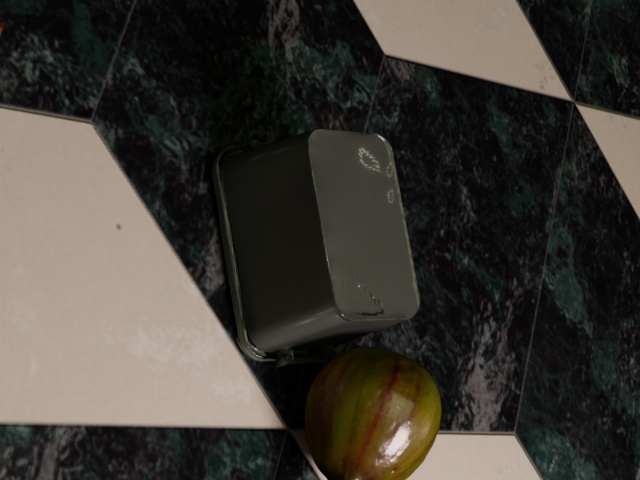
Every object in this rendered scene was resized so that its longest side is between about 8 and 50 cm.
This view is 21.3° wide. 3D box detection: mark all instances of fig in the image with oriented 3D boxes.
[{"bbox_3d":[0.045,0.196,1.712,0.148,0.142,0.186,23,44,-12],"label":"fig"}]

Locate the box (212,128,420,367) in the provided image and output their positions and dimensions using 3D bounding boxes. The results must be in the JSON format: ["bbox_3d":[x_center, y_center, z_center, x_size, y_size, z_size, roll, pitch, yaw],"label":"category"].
[{"bbox_3d":[0.000,0.000,1.742,0.163,0.135,0.243,3,75,-46],"label":"box"}]

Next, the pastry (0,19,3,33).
[{"bbox_3d":[-0.368,-0.213,1.466,0.208,0.097,0.115,50,36,-20],"label":"pastry"}]
